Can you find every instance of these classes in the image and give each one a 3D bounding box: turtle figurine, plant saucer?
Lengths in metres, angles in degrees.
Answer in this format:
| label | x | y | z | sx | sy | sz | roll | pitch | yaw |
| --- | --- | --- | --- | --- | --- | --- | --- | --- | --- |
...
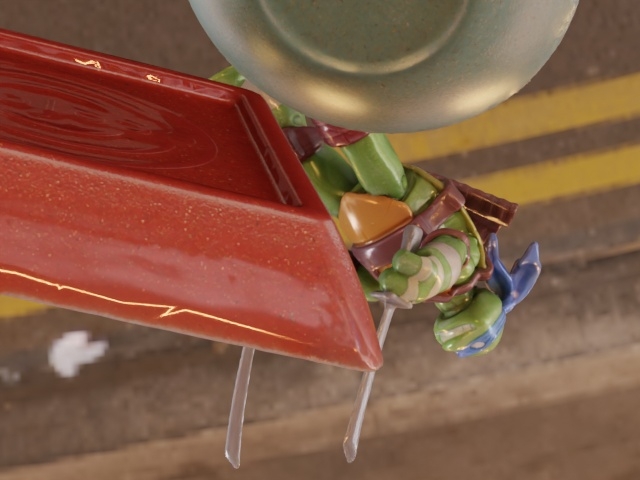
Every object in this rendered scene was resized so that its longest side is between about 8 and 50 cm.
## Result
| label | x | y | z | sx | sy | sz | roll | pitch | yaw |
| --- | --- | --- | --- | --- | --- | --- | --- | --- | --- |
| turtle figurine | 0.000 | 0.000 | 1.274 | 0.275 | 0.266 | 0.198 | -30 | -173 | -1 |
| plant saucer | -0.113 | -0.039 | 0.744 | 0.258 | 0.259 | 0.047 | 13 | 106 | -13 |
| plant saucer | 0.022 | -0.129 | 0.845 | 0.195 | 0.037 | 0.195 | 6 | 119 | 11 |
